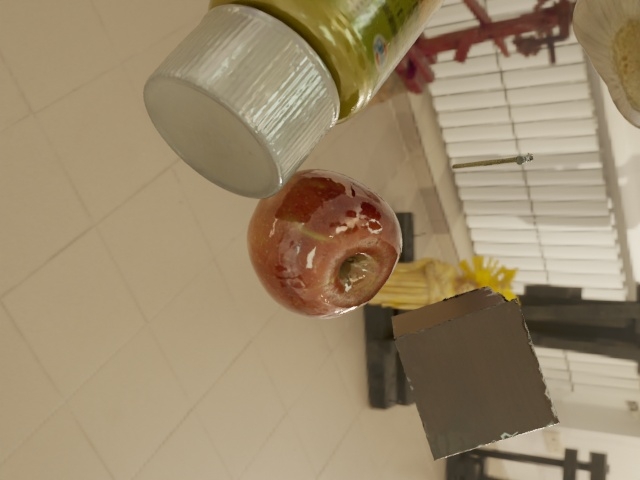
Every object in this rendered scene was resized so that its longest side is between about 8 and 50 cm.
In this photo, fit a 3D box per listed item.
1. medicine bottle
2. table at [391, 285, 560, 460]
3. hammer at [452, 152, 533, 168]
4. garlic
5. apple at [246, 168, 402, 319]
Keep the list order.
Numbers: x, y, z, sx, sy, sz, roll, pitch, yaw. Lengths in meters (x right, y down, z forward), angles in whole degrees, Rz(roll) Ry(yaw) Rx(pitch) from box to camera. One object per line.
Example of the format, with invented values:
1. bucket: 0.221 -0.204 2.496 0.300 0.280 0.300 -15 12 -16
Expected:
1. medicine bottle: -0.019 -0.247 0.904 0.384 0.224 0.224 -55 132 -24
2. table: 0.205 0.170 1.051 0.193 0.173 0.169 -29 100 -85
3. hammer: 0.337 -0.154 1.499 0.062 0.182 0.017 -16 100 -41
4. garlic: 0.480 -0.264 0.914 0.259 0.317 0.317 -47 127 -27
5. apple: 0.000 0.000 1.002 0.201 0.162 0.201 -20 130 -26
